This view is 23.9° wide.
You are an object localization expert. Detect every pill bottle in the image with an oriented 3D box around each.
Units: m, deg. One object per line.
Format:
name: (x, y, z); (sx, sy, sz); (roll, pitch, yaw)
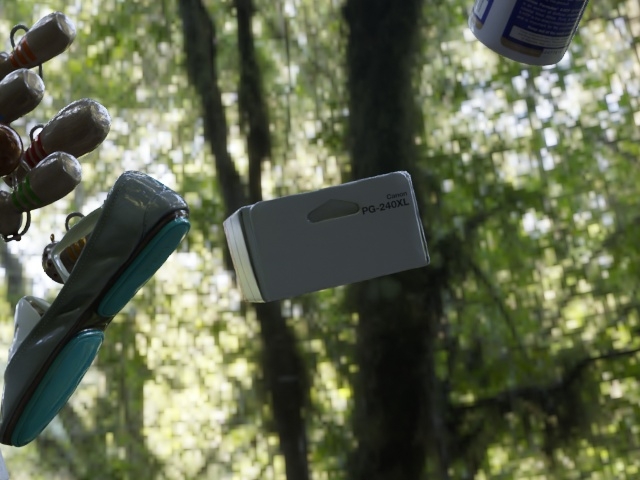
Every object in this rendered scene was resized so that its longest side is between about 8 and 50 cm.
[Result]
pill bottle: (0.236, -0.287, 1.574); (0.112, 0.112, 0.186); (9, -56, -18)

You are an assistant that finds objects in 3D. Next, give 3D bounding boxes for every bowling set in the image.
bowling set: (-0.319, -0.092, 1.549); (0.154, 0.287, 0.200); (-29, -13, 31)

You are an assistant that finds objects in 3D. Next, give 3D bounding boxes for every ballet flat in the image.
ballet flat: (-0.172, 0.044, 1.056); (0.213, 0.068, 0.072); (-53, -15, 4)

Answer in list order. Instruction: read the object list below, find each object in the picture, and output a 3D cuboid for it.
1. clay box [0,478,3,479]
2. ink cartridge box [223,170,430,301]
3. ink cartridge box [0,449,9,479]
clay box: (-0.204, 0.122, 0.757); (0.127, 0.053, 0.222); (37, -14, -17)
ink cartridge box: (0.000, 0.000, 0.985); (0.109, 0.063, 0.150); (-13, 0, -7)
ink cartridge box: (-0.488, 0.230, 1.713); (0.168, 0.171, 0.233); (-18, -5, 6)
